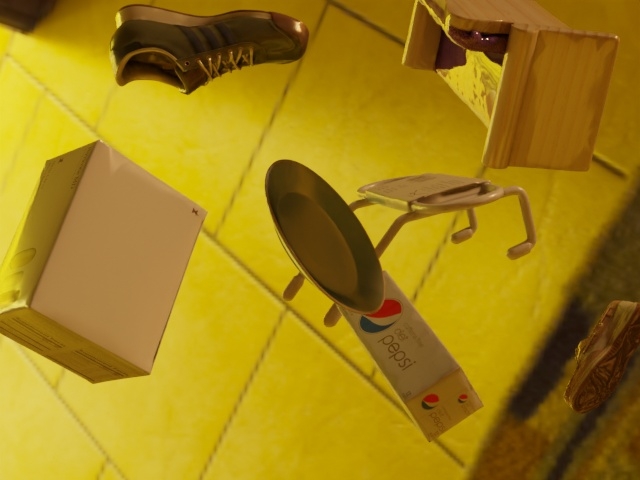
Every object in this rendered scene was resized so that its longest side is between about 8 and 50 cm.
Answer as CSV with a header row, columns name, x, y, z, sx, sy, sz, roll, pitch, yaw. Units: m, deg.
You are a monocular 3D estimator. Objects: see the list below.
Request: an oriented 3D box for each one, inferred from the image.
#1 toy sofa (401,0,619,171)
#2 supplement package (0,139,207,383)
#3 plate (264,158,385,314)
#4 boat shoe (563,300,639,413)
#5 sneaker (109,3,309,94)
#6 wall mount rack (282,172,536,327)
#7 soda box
name,x,y,z,sx,sy,sz,roll,pitch,yaw
toy sofa,0.171,-0.209,1.430,0.362,0.177,0.150,-114,31,-63
supplement package,-0.308,0.032,1.787,0.145,0.204,0.261,-14,51,46
plate,0.000,0.000,1.344,0.024,0.188,0.188,-35,57,25
boat shoe,0.291,0.120,1.353,0.045,0.050,0.135,20,65,49
sneaker,-0.111,-0.173,1.251,0.192,0.064,0.086,5,58,6
wall mount rack,0.105,-0.002,1.735,0.350,0.304,0.130,-160,56,-73
soda box,0.094,0.123,1.433,0.074,0.069,0.216,-33,34,-2
